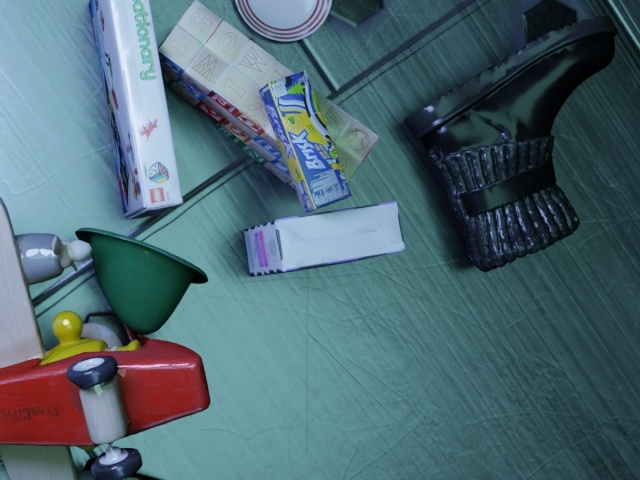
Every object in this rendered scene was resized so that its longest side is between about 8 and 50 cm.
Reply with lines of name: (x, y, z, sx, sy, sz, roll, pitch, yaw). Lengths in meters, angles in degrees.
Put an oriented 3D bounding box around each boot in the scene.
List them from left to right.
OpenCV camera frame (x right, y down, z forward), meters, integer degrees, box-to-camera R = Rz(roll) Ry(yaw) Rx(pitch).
boot: (0.315, -0.136, 2.017, 0.348, 0.131, 0.260, -30, 88, -4)

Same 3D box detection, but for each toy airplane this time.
toy airplane: (-0.349, 0.184, 1.765, 0.384, 0.272, 0.386, 36, 116, 6)

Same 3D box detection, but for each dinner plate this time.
dinner plate: (-0.053, -0.346, 1.988, 0.141, 0.017, 0.141, 1, 86, -15)

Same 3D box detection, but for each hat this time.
hat: (-0.247, 0.105, 1.826, 0.209, 0.173, 0.183, 24, 77, -19)

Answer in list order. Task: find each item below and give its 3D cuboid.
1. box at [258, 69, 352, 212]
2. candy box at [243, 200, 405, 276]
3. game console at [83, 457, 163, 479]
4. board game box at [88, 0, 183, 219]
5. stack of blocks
box: (-0.020, -0.123, 1.784, 0.054, 0.059, 0.168, -20, 92, -16)
candy box: (0.000, 0.000, 1.891, 0.165, 0.196, 0.070, -9, 89, -16)
game console: (-0.268, 0.364, 1.894, 0.107, 0.071, 0.122, 26, 80, -43)
board game box: (-0.241, -0.185, 1.836, 0.053, 0.193, 0.305, -10, 90, -15)
stack of blocks: (-0.084, -0.180, 1.891, 0.297, 0.171, 0.087, 37, 78, -10)
